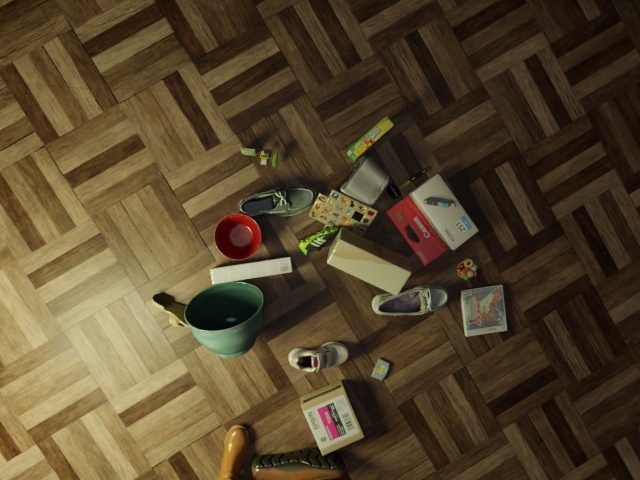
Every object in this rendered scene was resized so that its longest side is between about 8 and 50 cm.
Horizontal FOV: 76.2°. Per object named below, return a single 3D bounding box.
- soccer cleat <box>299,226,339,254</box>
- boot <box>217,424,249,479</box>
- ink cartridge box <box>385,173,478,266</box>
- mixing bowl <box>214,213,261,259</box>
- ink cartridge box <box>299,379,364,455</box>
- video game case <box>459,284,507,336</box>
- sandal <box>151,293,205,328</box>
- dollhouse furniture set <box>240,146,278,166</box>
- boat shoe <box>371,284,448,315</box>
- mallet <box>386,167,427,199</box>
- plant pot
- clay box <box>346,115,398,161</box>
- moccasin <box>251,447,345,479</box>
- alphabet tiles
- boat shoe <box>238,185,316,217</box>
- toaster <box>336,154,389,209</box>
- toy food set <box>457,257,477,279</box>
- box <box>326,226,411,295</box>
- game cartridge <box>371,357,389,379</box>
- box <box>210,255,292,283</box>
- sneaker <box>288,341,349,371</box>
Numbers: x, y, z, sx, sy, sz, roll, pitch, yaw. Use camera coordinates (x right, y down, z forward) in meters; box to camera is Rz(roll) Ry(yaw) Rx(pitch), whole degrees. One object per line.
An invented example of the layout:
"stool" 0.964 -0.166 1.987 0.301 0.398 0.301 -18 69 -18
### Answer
"soccer cleat" 0.000 0.000 1.663 0.179 0.060 0.072 -24 110 11
"boot" -0.356 0.898 1.593 0.109 0.220 0.283 19 91 -4
"ink cartridge box" 0.462 -0.080 1.690 0.261 0.066 0.296 -37 94 -3
"mixing bowl" -0.322 -0.016 1.623 0.182 0.098 0.181 0 93 -3
"ink cartridge box" 0.048 0.728 1.681 0.193 0.088 0.234 -23 94 -4
"video game case" 0.697 0.298 1.741 0.184 0.023 0.201 -8 92 -4
"sandal" -0.577 0.306 1.642 0.240 0.088 0.079 31 121 2
"dollhouse furniture set" -0.247 -0.329 1.627 0.152 0.076 0.058 7 91 -5
"boat shoe" 0.375 0.254 1.677 0.321 0.103 0.118 -4 92 -3
"mallet" 0.358 -0.250 1.695 0.190 0.039 0.062 -41 92 -6
"plant pot" -0.348 0.321 1.564 0.293 0.293 0.196 -8 119 -4
"clay box" 0.206 -0.412 1.629 0.222 0.127 0.053 -43 93 -2
"moccasin" -0.088 0.948 1.656 0.380 0.139 0.146 -6 99 -6
"alphabet tiles" 0.080 -0.093 1.637 0.237 0.009 0.198 26 125 -4
"boat shoe" -0.170 -0.151 1.627 0.320 0.099 0.116 -10 92 -3
"toaster" 0.168 -0.219 1.634 0.146 0.129 0.227 36 91 -7
"toy food set" 0.623 0.124 1.730 0.083 0.020 0.082 -36 94 -2
"box" 0.193 0.080 1.624 0.311 0.148 0.121 24 113 -6
"game cartridge" 0.255 0.546 1.724 0.056 0.017 0.083 24 91 -8
"box" -0.275 0.118 1.648 0.324 0.063 0.067 -9 91 -3
"sneaker" -0.003 0.484 1.656 0.252 0.111 0.102 -11 93 -4
